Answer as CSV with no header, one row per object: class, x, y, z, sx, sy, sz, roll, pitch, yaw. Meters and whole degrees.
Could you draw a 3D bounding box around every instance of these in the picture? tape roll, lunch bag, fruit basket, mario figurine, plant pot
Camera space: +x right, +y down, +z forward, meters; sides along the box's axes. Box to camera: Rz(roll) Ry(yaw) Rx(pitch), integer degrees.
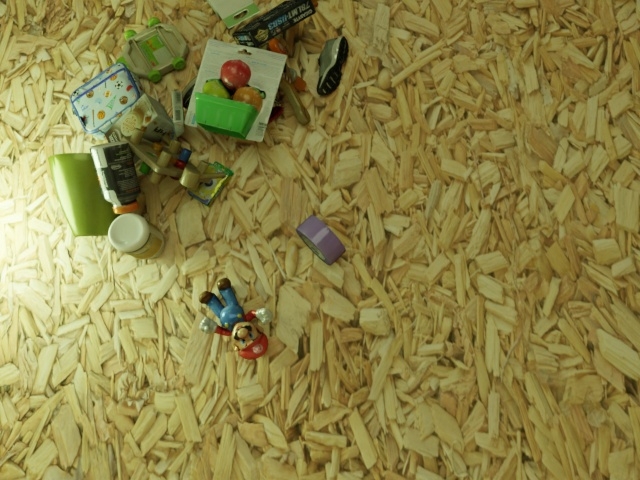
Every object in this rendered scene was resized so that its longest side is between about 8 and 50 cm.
tape roll,0.000,0.000,1.618,0.080,0.189,0.189,-43,78,-9
lunch bag,-0.880,-0.578,1.814,0.304,0.115,0.243,-28,80,6
fruit basket,-0.325,-0.574,1.680,0.327,0.165,0.352,14,82,7
mario figurine,-0.303,0.281,1.561,0.320,0.170,0.198,48,116,20
plant pot,-0.874,-0.164,1.676,0.275,0.275,0.293,-3,91,1

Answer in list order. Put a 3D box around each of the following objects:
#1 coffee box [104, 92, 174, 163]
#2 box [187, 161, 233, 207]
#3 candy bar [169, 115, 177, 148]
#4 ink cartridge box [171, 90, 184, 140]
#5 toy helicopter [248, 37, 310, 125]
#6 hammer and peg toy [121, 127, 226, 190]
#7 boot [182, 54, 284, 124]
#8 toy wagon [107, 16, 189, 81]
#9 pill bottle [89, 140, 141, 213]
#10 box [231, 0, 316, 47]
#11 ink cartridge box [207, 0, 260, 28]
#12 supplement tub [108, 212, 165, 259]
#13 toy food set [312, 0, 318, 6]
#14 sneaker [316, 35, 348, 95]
coffee box,-0.728,-0.444,1.758,0.247,0.098,0.141,-40,66,12
box,-0.441,-0.234,1.770,0.105,0.043,0.179,31,77,10
candy bar,-0.623,-0.455,1.845,0.040,0.018,0.161,-8,76,0
ink cartridge box,-0.569,-0.493,1.775,0.045,0.179,0.145,-5,75,-11
toy helicopter,-0.136,-0.642,1.808,0.140,0.235,0.354,-25,98,22
hammer and peg toy,-0.545,-0.273,1.651,0.361,0.266,0.127,37,106,25
boot,-0.360,-0.575,1.813,0.378,0.138,0.284,-30,76,-11
toy wagon,-0.760,-0.816,1.919,0.345,0.068,0.267,-31,76,-5
pill bottle,-0.722,-0.222,1.561,0.131,0.130,0.245,-7,109,0
box,-0.204,-0.911,1.833,0.296,0.293,0.073,-35,122,-8
ink cartridge box,-0.396,-1.064,1.977,0.171,0.056,0.235,-32,80,-6
supplement tub,-0.679,-0.008,1.637,0.145,0.199,0.144,0,75,2
toy food set,0.002,-1.181,1.991,0.111,0.104,0.232,-4,57,15
sneaker,0.035,-0.740,1.869,0.108,0.100,0.271,12,78,30
